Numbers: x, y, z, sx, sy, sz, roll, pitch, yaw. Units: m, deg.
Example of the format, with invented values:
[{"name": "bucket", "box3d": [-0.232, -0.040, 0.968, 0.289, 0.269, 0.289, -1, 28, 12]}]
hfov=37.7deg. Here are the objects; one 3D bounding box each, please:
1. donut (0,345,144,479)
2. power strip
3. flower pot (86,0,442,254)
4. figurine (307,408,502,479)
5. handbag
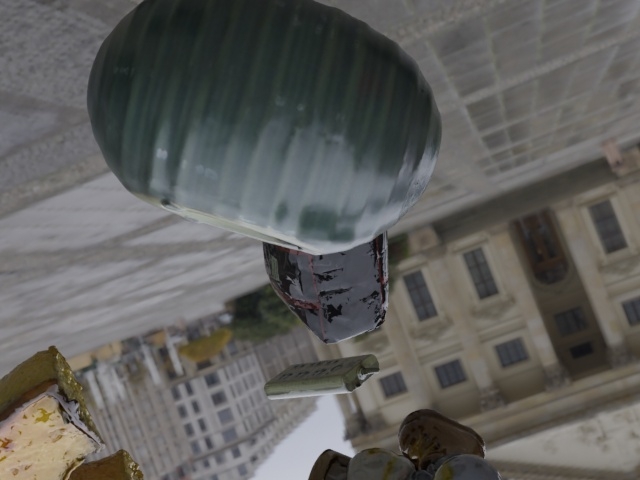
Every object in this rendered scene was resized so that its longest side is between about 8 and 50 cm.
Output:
[{"name": "donut", "box3d": [-0.255, 0.216, 0.852, 0.152, 0.101, 0.259, -22, 132, -7]}, {"name": "power strip", "box3d": [0.010, 0.237, 1.632, 0.268, 0.034, 0.092, -15, -169, 48]}, {"name": "flower pot", "box3d": [-0.039, -0.080, 0.649, 0.243, 0.157, 0.189, 17, 177, 0]}, {"name": "figurine", "box3d": [0.062, 0.253, 0.694, 0.186, 0.261, 0.382, 14, -161, 3]}, {"name": "handbag", "box3d": [0.000, 0.000, 1.206, 0.155, 0.215, 0.169, -14, -151, -15]}]
